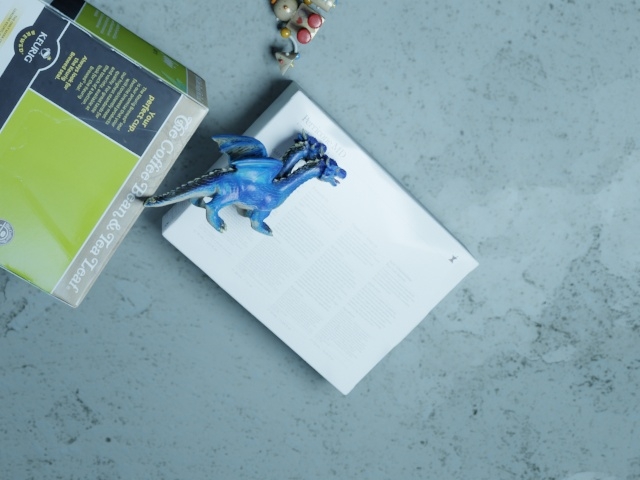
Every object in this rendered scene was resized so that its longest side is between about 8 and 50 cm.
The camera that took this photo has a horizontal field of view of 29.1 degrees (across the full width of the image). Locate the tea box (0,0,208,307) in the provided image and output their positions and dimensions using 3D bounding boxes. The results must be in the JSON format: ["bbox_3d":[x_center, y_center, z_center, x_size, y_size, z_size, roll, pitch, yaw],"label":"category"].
[{"bbox_3d":[-0.369,-0.148,1.653,0.323,0.220,0.329,33,101,-14],"label":"tea box"}]

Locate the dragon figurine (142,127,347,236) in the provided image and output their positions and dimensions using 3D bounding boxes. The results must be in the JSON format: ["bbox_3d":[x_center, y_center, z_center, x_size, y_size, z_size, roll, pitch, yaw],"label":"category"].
[{"bbox_3d":[-0.105,-0.089,1.643,0.289,0.085,0.144,8,116,-35],"label":"dragon figurine"}]

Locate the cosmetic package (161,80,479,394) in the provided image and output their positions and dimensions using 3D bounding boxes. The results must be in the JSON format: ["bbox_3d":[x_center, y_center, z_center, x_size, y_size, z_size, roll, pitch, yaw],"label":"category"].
[{"bbox_3d":[0.000,0.000,1.808,0.284,0.097,0.377,-44,107,9],"label":"cosmetic package"}]

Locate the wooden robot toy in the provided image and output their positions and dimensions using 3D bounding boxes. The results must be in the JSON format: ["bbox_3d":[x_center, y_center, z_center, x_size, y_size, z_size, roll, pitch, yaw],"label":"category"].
[{"bbox_3d":[-0.031,-0.322,1.721,0.079,0.076,0.173,35,100,-5],"label":"wooden robot toy"}]
